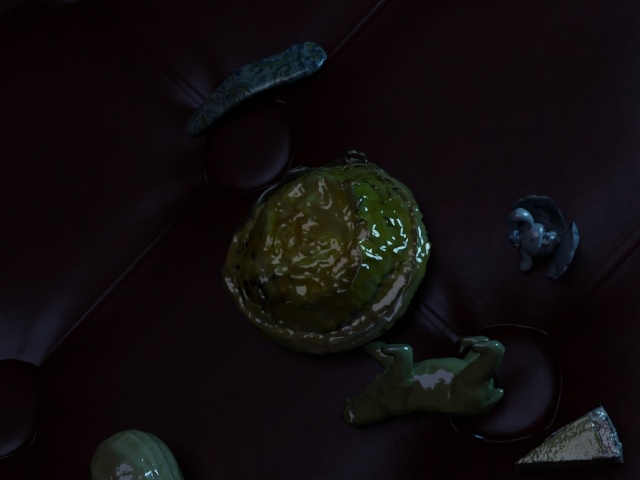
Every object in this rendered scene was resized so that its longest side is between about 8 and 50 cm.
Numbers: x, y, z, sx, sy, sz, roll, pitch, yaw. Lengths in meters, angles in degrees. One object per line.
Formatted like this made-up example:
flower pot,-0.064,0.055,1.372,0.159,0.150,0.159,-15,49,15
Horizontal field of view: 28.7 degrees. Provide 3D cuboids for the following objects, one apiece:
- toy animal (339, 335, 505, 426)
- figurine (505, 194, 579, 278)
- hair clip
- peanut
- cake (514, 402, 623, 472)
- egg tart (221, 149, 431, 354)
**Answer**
toy animal,0.117,0.168,1.470,0.219,0.103,0.101,-5,90,18
figurine,0.257,-0.003,1.478,0.086,0.094,0.082,22,37,2
hair clip,-0.097,-0.212,1.735,0.229,0.036,0.066,-29,55,10
peanut,-0.193,0.345,1.514,0.123,0.123,0.256,-41,64,4
cake,0.274,0.238,1.386,0.121,0.052,0.065,-31,63,9
egg tart,0.000,0.000,1.558,0.291,0.107,0.290,-11,61,21
